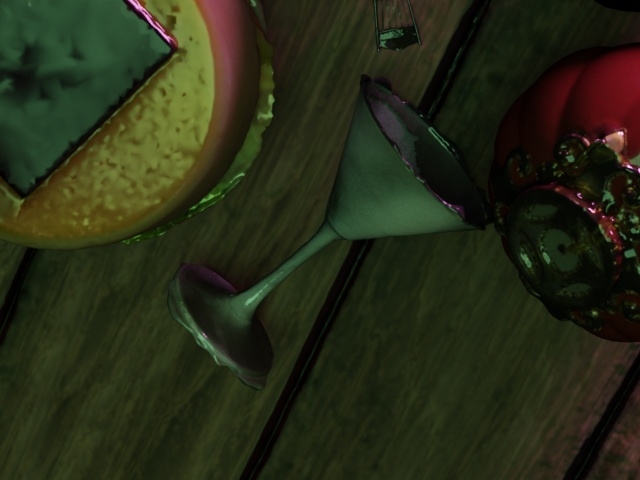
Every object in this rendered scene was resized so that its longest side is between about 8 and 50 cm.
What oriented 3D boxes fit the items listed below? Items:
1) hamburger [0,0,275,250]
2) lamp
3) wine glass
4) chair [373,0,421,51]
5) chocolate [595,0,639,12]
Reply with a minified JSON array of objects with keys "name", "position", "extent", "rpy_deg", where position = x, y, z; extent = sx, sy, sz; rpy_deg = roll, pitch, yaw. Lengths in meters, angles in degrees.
[{"name":"hamburger","position":[-0.181,-0.129,1.010],"extent":[0.300,0.176,0.300],"rpy_deg":[2,108,6]},{"name":"lamp","position":[0.232,-0.035,0.990],"extent":[0.227,0.227,0.227],"rpy_deg":[2,107,5]},{"name":"wine glass","position":[0.000,0.000,1.056],"extent":[0.232,0.156,0.156],"rpy_deg":[-40,100,18]},{"name":"chair","position":[0.052,-0.184,1.042],"extent":[0.037,0.042,0.086],"rpy_deg":[-7,106,12]},{"name":"chocolate","position":[0.247,-0.246,0.956],"extent":[0.177,0.177,0.176],"rpy_deg":[2,107,5]}]
